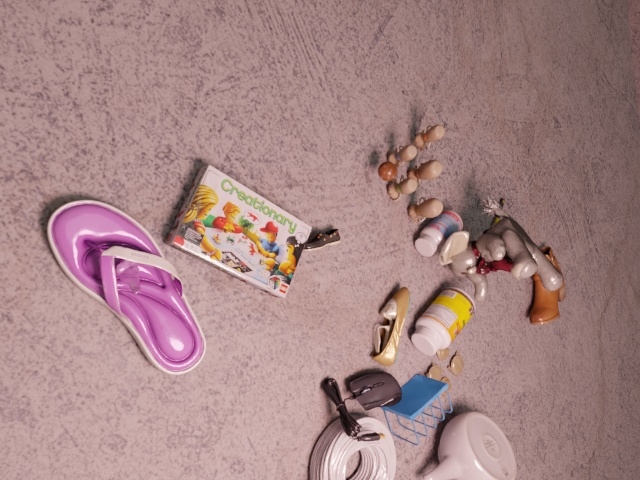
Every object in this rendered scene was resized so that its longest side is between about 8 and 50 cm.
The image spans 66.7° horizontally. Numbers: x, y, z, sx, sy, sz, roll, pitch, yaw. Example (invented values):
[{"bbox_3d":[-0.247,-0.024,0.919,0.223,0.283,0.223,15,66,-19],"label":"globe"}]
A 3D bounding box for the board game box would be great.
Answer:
[{"bbox_3d":[-0.176,-0.013,1.122,0.305,0.053,0.193,31,70,-31],"label":"board game box"}]

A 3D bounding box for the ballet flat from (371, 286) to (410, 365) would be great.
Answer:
[{"bbox_3d":[0.198,0.236,1.376,0.073,0.080,0.232,19,75,-19],"label":"ballet flat"}]

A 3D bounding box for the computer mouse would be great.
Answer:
[{"bbox_3d":[0.146,0.424,1.272,0.262,0.060,0.184,8,40,-36],"label":"computer mouse"}]

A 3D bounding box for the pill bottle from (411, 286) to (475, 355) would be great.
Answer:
[{"bbox_3d":[0.369,0.246,1.473,0.215,0.117,0.117,-40,111,-30],"label":"pill bottle"}]

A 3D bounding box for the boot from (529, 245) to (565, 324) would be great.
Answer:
[{"bbox_3d":[0.840,0.168,1.828,0.283,0.109,0.220,-32,108,-35],"label":"boot"}]

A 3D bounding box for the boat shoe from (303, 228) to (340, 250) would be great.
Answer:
[{"bbox_3d":[-0.001,0.000,1.255,0.133,0.049,0.042,-19,101,-42],"label":"boat shoe"}]

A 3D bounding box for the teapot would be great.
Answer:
[{"bbox_3d":[0.454,0.659,1.483,0.256,0.187,0.252,35,35,-11],"label":"teapot"}]

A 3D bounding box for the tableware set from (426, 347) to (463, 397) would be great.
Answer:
[{"bbox_3d":[0.397,0.411,1.547,0.141,0.020,0.169,50,60,-26],"label":"tableware set"}]

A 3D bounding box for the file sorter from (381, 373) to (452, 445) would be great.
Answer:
[{"bbox_3d":[0.282,0.485,1.400,0.170,0.118,0.104,-27,108,-34],"label":"file sorter"}]

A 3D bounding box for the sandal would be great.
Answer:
[{"bbox_3d":[-0.350,0.090,0.958,0.169,0.102,0.416,-45,113,-29],"label":"sandal"}]

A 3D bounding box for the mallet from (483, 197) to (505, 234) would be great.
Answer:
[{"bbox_3d":[0.637,-0.066,1.740,0.062,0.039,0.190,46,59,-24],"label":"mallet"}]

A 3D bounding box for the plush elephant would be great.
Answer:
[{"bbox_3d":[0.502,0.057,1.469,0.272,0.255,0.330,11,44,-48],"label":"plush elephant"}]

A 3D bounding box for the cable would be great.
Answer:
[{"bbox_3d":[0.091,0.589,1.271,0.257,0.089,0.257,39,65,-28],"label":"cable"}]

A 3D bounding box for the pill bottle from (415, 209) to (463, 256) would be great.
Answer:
[{"bbox_3d":[0.364,-0.020,1.501,0.160,0.087,0.087,-39,110,-32],"label":"pill bottle"}]

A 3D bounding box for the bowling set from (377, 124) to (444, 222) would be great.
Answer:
[{"bbox_3d":[0.241,-0.204,1.408,0.200,0.154,0.287,7,85,-17],"label":"bowling set"}]
